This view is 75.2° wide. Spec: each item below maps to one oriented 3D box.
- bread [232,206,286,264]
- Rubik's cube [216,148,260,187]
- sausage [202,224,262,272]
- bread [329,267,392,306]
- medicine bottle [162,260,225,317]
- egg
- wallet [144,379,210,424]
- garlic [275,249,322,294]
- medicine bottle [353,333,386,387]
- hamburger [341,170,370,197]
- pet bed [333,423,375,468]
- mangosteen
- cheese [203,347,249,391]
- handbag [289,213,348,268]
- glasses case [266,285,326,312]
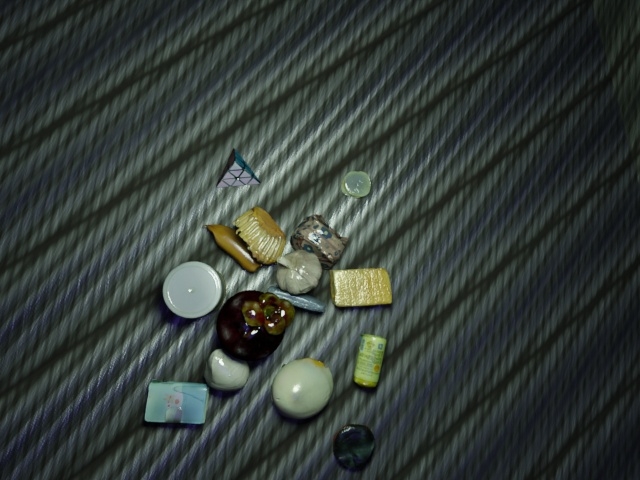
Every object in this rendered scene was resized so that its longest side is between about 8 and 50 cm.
[{"bbox_3d":[-0.258,-0.023,1.846,0.149,0.274,0.274,-41,90,16],"label":"bread"},{"bbox_3d":[-0.381,-0.296,1.977,0.178,0.211,0.190,30,112,-24],"label":"Rubik's cube"},{"bbox_3d":[-0.396,0.016,1.901,0.328,0.112,0.112,40,79,-2],"label":"sausage"},{"bbox_3d":[0.187,0.220,1.955,0.275,0.114,0.184,-2,79,-10],"label":"bread"},{"bbox_3d":[-0.536,0.214,1.788,0.238,0.232,0.237,1,83,-7],"label":"medicine bottle"},{"bbox_3d":[-0.071,0.666,1.826,0.287,0.174,0.263,-8,87,-13],"label":"egg"},{"bbox_3d":[-0.616,0.699,1.792,0.251,0.075,0.176,6,78,-6],"label":"wallet"},{"bbox_3d":[-0.113,0.120,1.803,0.219,0.212,0.218,-12,57,19],"label":"garlic"},{"bbox_3d":[0.225,0.556,1.912,0.124,0.124,0.238,14,82,-6],"label":"medicine bottle"},{"bbox_3d":[0.175,-0.276,2.043,0.140,0.062,0.132,4,86,-10],"label":"hamburger"},{"bbox_3d":[0.150,0.929,1.883,0.202,0.053,0.200,1,81,-9],"label":"pet bed"},{"bbox_3d":[-0.270,0.346,1.754,0.347,0.307,0.306,-35,88,31],"label":"mangosteen"},{"bbox_3d":[-0.399,0.565,1.783,0.189,0.198,0.154,16,42,-15],"label":"cheese"},{"bbox_3d":[0.000,0.000,1.913,0.252,0.193,0.190,35,80,-2],"label":"handbag"},{"bbox_3d":[-0.109,0.268,1.904,0.283,0.109,0.067,20,91,-5],"label":"glasses case"}]
